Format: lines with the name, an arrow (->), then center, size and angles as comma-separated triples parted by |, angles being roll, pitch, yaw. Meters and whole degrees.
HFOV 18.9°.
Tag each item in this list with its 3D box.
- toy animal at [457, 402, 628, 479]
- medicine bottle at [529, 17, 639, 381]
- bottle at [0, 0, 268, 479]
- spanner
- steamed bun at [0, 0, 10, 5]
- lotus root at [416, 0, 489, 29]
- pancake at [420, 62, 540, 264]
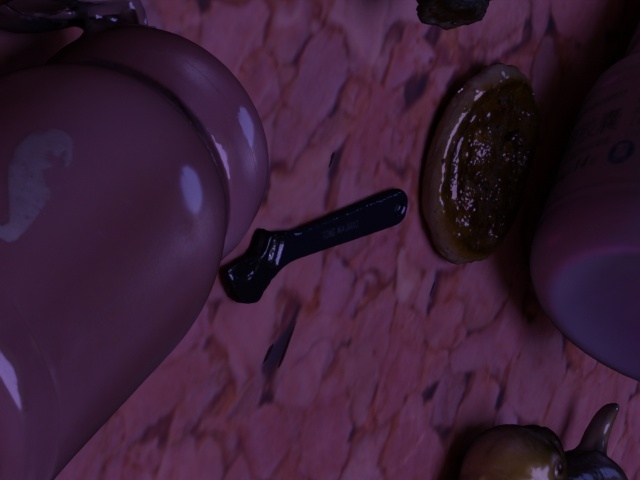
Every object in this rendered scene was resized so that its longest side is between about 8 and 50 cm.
toy animal -> 0.193, 0.228, 1.589 | 0.233, 0.121, 0.168 | -4, 94, -58
medicine bottle -> 0.327, -0.062, 1.546 | 0.256, 0.256, 0.324 | 57, 47, -48
bottle -> -0.147, -0.011, 0.945 | 0.206, 0.173, 0.297 | 58, 39, -12
spanner -> 0.000, 0.000, 1.308 | 0.208, 0.012, 0.046 | -22, 120, -51
steamed bun -> -0.152, -0.186, 0.899 | 0.106, 0.145, 0.175 | 43, 53, -33
lotus root -> 0.100, -0.245, 1.274 | 0.120, 0.120, 0.209 | 16, 88, -56
pancake -> 0.126, -0.058, 1.455 | 0.158, 0.028, 0.158 | -30, 128, -47
